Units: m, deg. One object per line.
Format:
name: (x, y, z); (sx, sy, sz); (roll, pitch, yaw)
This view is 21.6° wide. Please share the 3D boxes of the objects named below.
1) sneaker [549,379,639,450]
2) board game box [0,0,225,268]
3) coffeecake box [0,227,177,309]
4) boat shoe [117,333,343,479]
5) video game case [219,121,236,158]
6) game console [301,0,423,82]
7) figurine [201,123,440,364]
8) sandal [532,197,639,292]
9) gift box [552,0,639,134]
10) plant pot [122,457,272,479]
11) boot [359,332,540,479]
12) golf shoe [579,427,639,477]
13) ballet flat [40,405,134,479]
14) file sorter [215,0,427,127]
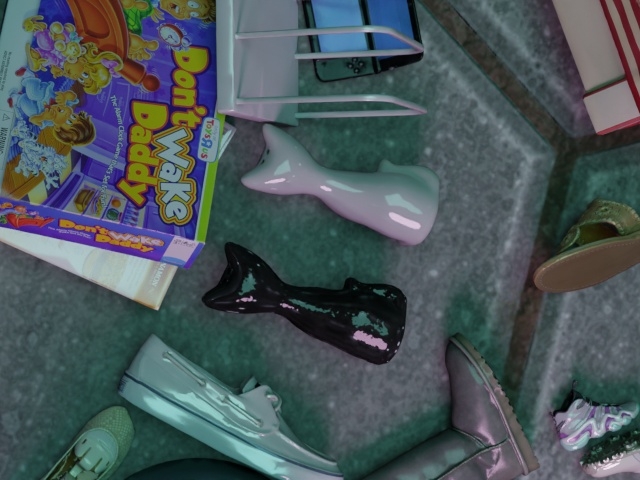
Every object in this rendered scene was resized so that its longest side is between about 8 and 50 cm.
sneaker: (0.299, 0.182, 1.840); (0.098, 0.038, 0.069); (-26, 94, -11)
board game box: (-0.210, -0.166, 1.677); (0.233, 0.078, 0.347); (13, 66, -13)
coffeecake box: (-0.224, -0.030, 1.729); (0.185, 0.068, 0.142); (25, 88, -8)
boat shoe: (-0.081, 0.182, 1.741); (0.258, 0.095, 0.084); (28, 87, -10)
video game case: (-0.163, -0.113, 1.778); (0.122, 0.011, 0.087); (31, 83, -8)
game console: (0.042, -0.240, 1.791); (0.107, 0.071, 0.122); (-10, 89, -11)
figurine: (0.000, 0.000, 1.751); (0.209, 0.092, 0.215); (18, 84, -18)
sandal: (0.325, -0.011, 1.848); (0.240, 0.088, 0.079); (-14, 59, -18)
gift box: (0.403, -0.251, 1.777); (0.255, 0.276, 0.258); (-20, 88, -24)
plant pot: (-0.109, 0.373, 1.658); (0.293, 0.235, 0.293); (0, 88, -11)
boot: (0.111, 0.225, 1.795); (0.208, 0.076, 0.190); (-27, 91, -4)
golf shoe: (0.375, 0.245, 1.841); (0.176, 0.069, 0.086); (-15, 97, -10)
ballet flat: (-0.250, 0.243, 1.728); (0.057, 0.052, 0.168); (41, 81, -6)
file sorter: (0.007, -0.263, 1.693); (0.173, 0.193, 0.278); (-1, 89, 18)
